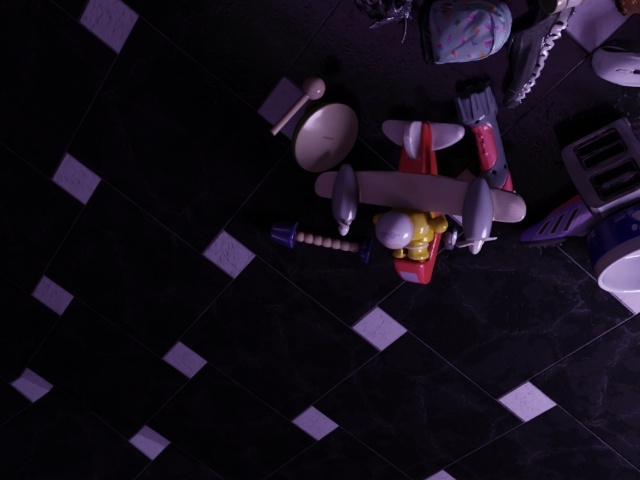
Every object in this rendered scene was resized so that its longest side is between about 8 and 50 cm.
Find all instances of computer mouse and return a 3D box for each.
[{"bbox_3d":[0.633,-0.342,1.187,0.193,0.042,0.106,29,137,41],"label":"computer mouse"}]

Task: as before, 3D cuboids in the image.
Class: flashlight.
[{"bbox_3d":[0.378,-0.204,1.363,0.103,0.103,0.304,-11,118,24],"label":"flashlight"}]

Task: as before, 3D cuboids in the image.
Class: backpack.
[{"bbox_3d":[0.300,-0.433,1.220,0.182,0.115,0.151,6,129,32],"label":"backpack"}]

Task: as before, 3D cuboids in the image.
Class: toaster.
[{"bbox_3d":[0.628,-0.152,1.279,0.186,0.110,0.168,-28,66,24],"label":"toaster"}]

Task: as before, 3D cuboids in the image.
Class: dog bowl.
[{"bbox_3d":[0.742,0.016,1.310,0.265,0.104,0.264,-4,150,-2],"label":"dog bowl"}]

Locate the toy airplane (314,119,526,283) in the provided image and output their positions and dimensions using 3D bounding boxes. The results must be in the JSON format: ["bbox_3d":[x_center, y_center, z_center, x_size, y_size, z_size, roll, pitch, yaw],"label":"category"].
[{"bbox_3d":[0.210,-0.091,1.353,0.384,0.272,0.386,46,134,-3],"label":"toy airplane"}]

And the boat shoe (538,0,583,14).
[{"bbox_3d":[0.452,-0.596,1.111,0.103,0.113,0.302,-19,111,-2],"label":"boat shoe"}]

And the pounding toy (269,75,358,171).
[{"bbox_3d":[-0.025,-0.281,1.410,0.183,0.110,0.237,-47,141,3],"label":"pounding toy"}]

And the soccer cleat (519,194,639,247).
[{"bbox_3d":[0.622,-0.069,1.390,0.318,0.109,0.116,-19,94,26],"label":"soccer cleat"}]

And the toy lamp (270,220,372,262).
[{"bbox_3d":[0.000,0.000,1.602,0.275,0.080,0.080,13,123,5],"label":"toy lamp"}]

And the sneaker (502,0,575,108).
[{"bbox_3d":[0.431,-0.400,1.247,0.106,0.078,0.234,25,120,3],"label":"sneaker"}]

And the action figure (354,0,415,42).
[{"bbox_3d":[0.119,-0.545,1.191,0.275,0.164,0.141,50,160,-8],"label":"action figure"}]

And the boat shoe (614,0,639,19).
[{"bbox_3d":[0.615,-0.473,1.158,0.178,0.064,0.060,29,121,-7],"label":"boat shoe"}]
